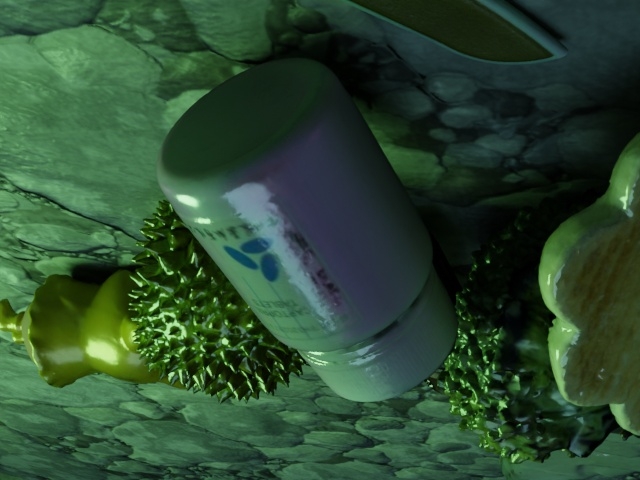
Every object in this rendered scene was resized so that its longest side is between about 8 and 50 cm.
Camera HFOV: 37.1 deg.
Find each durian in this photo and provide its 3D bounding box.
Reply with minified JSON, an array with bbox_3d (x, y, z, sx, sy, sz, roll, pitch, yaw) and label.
[{"bbox_3d":[-0.089,0.063,0.948,0.200,0.176,0.237,-6,146,-13],"label":"durian"}]

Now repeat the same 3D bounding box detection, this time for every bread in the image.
[{"bbox_3d":[0.298,0.019,0.706,0.316,0.054,0.316,-10,125,-14],"label":"bread"}]

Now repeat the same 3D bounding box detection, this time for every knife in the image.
[{"bbox_3d":[0.009,-0.172,0.584,0.343,0.027,0.061,19,148,-22],"label":"knife"}]

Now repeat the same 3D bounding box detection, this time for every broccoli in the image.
[{"bbox_3d":[0.212,0.088,0.864,0.273,0.242,0.180,34,167,-31],"label":"broccoli"}]

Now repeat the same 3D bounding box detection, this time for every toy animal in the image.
[{"bbox_3d":[-0.263,0.107,1.119,0.230,0.156,0.156,4,154,17],"label":"toy animal"}]

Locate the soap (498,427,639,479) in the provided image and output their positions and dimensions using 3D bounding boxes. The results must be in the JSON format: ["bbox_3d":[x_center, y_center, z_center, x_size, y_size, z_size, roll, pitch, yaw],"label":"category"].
[{"bbox_3d":[0.348,0.184,1.080,0.258,0.158,0.302,4,156,4],"label":"soap"}]

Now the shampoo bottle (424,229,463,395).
[{"bbox_3d":[0.106,0.079,1.004,0.129,0.084,0.323,13,159,29],"label":"shampoo bottle"}]

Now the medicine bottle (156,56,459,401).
[{"bbox_3d":[0.000,0.000,0.730,0.152,0.152,0.254,-8,131,31],"label":"medicine bottle"}]
